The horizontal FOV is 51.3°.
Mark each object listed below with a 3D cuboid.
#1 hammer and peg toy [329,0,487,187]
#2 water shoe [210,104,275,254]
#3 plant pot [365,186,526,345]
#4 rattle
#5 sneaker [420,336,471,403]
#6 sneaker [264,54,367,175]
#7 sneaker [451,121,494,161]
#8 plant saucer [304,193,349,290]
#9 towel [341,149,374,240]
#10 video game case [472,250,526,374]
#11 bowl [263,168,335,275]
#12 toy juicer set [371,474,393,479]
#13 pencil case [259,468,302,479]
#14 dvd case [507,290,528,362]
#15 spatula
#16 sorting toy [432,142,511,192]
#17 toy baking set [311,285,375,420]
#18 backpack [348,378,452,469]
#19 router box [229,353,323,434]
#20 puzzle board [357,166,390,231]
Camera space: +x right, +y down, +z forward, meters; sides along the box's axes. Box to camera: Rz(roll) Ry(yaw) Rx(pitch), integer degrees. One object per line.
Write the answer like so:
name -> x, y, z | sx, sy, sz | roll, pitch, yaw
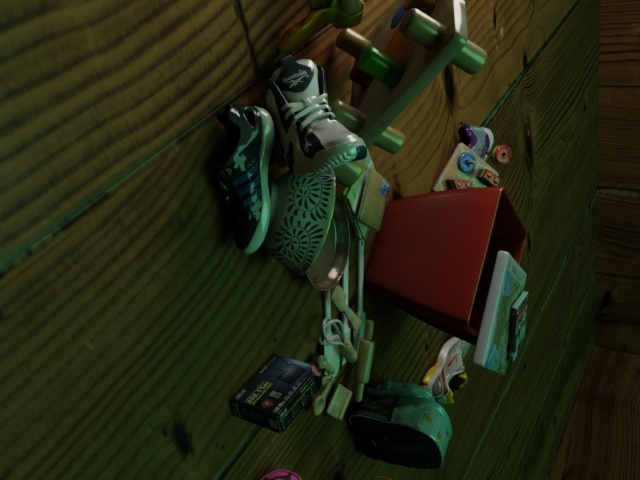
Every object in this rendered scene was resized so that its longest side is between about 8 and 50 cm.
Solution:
hammer and peg toy -> 0.093, -0.264, 1.031 | 0.127, 0.361, 0.266 | 24, 49, -21
water shoe -> -0.115, -0.083, 0.910 | 0.080, 0.073, 0.203 | 2, 94, -35
plant pot -> 0.244, 0.049, 1.328 | 0.267, 0.236, 0.267 | 36, 67, -58
rattle -> -0.024, -0.400, 0.980 | 0.130, 0.143, 0.199 | -91, 163, -69
sneaker -> 0.337, 0.333, 1.688 | 0.225, 0.093, 0.088 | -50, 137, -40
sneaker -> -0.019, -0.176, 0.905 | 0.094, 0.235, 0.153 | -18, 105, -11
sneaker -> 0.339, -0.169, 1.597 | 0.098, 0.083, 0.223 | 12, 91, -30
plant saucer -> 0.000, 0.000, 1.117 | 0.168, 0.029, 0.168 | -3, 93, -61
towel -> 0.075, -0.083, 1.210 | 0.152, 0.023, 0.113 | 64, 42, -56
video game case -> 0.346, 0.144, 1.272 | 0.193, 0.023, 0.212 | 30, 74, -59
bowl -> -0.047, -0.040, 0.969 | 0.080, 0.170, 0.170 | 16, 83, -18
toy juicer set -> 0.091, 0.566, 1.296 | 0.089, 0.329, 0.209 | 7, 73, -23
pencil case -> -0.068, 0.491, 1.109 | 0.098, 0.095, 0.209 | -16, 111, -33
dvd case -> 0.393, 0.171, 1.326 | 0.087, 0.013, 0.119 | -32, 124, -54
spatula -> 0.047, 0.126, 1.249 | 0.168, 0.019, 0.242 | -22, 117, -52
sorting toy -> 0.341, -0.127, 1.533 | 0.132, 0.046, 0.274 | 34, 81, -23
toy baking set -> 0.046, 0.212, 1.224 | 0.197, 0.030, 0.256 | 10, 92, -58
backpack -> 0.173, 0.377, 1.356 | 0.144, 0.188, 0.166 | -50, 137, -38
router box -> -0.067, 0.234, 1.032 | 0.122, 0.092, 0.038 | -42, 132, -45
puzzle board -> 0.097, -0.073, 1.223 | 0.128, 0.011, 0.096 | 25, 76, -68
